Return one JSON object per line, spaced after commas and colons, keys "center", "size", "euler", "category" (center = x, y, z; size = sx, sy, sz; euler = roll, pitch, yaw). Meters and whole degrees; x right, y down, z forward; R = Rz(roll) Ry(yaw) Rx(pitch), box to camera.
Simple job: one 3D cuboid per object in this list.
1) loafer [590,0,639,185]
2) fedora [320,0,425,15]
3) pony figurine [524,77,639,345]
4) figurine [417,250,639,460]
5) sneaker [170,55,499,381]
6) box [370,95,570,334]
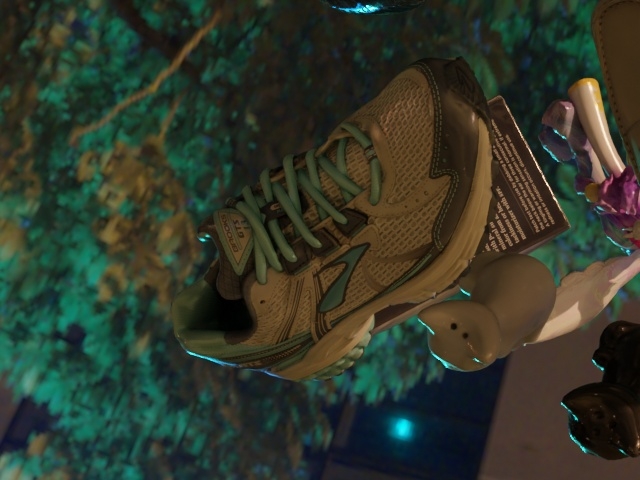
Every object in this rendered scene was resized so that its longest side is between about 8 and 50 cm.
{"center": [0.330, -0.079, 1.232], "size": [0.112, 0.111, 0.319], "euler": [-29, -90, 35], "category": "loafer"}
{"center": [0.012, -0.329, 0.973], "size": [0.334, 0.152, 0.334], "euler": [43, -22, 22], "category": "fedora"}
{"center": [0.407, -0.022, 1.754], "size": [0.351, 0.363, 0.303], "euler": [-1, -26, -39], "category": "pony figurine"}
{"center": [0.189, 0.096, 1.148], "size": [0.215, 0.209, 0.092], "euler": [30, -73, 15], "category": "figurine"}
{"center": [0.000, 0.000, 0.814], "size": [0.122, 0.110, 0.283], "euler": [4, -38, -29], "category": "sneaker"}
{"center": [0.098, -0.005, 1.665], "size": [0.182, 0.294, 0.296], "euler": [63, -8, 4], "category": "box"}
